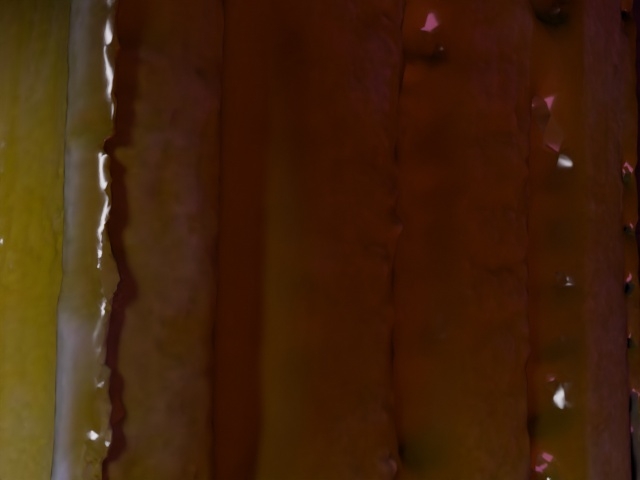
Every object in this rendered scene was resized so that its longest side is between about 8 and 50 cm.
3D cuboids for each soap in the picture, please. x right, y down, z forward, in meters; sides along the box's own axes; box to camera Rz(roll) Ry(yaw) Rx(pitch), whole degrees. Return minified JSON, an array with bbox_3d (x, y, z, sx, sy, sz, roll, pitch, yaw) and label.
[{"bbox_3d":[0.000,0.000,0.480,0.156,0.335,0.293,-6,171,42],"label":"soap"}]
